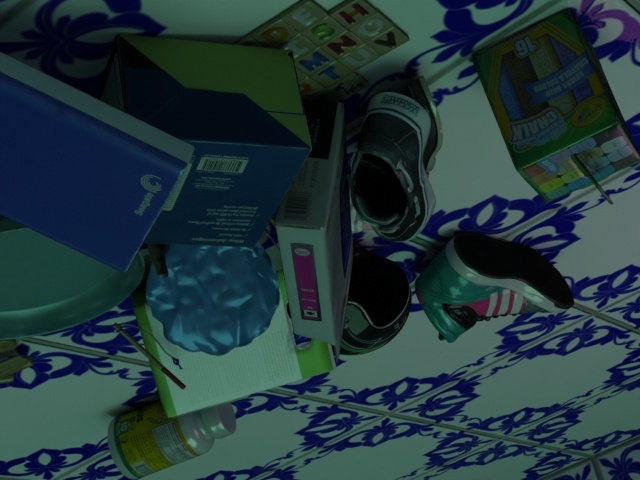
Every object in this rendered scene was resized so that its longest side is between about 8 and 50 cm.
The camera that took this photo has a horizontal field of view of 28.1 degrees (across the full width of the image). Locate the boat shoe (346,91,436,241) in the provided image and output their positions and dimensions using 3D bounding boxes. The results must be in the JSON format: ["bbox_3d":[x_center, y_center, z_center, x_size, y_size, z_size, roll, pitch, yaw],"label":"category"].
[{"bbox_3d":[0.082,-0.059,1.583,0.108,0.102,0.301,20,155,10],"label":"boat shoe"}]

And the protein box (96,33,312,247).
[{"bbox_3d":[-0.143,-0.103,1.405,0.199,0.136,0.201,2,148,-22],"label":"protein box"}]

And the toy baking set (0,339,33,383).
[{"bbox_3d":[-0.557,0.182,1.892,0.256,0.030,0.197,-10,151,-13],"label":"toy baking set"}]

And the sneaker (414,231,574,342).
[{"bbox_3d":[0.261,0.095,2.064,0.295,0.124,0.178,19,133,-38],"label":"sneaker"}]

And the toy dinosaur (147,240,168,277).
[{"bbox_3d":[-0.187,-0.030,1.544,0.118,0.268,0.064,-4,117,21],"label":"toy dinosaur"}]

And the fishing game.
[{"bbox_3d":[-0.148,0.065,1.737,0.264,0.041,0.189,-45,109,2],"label":"fishing game"}]

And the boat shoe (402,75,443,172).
[{"bbox_3d":[0.108,-0.133,1.586,0.064,0.075,0.206,-17,159,-5],"label":"boat shoe"}]

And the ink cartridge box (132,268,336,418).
[{"bbox_3d":[-0.124,0.125,1.837,0.255,0.097,0.189,-15,114,-5],"label":"ink cartridge box"}]

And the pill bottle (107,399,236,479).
[{"bbox_3d":[-0.260,0.335,2.259,0.208,0.118,0.117,-22,154,14],"label":"pill bottle"}]

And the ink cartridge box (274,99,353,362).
[{"bbox_3d":[0.000,0.000,1.619,0.069,0.176,0.371,4,151,8],"label":"ink cartridge box"}]

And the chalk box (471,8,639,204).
[{"bbox_3d":[0.289,-0.136,1.519,0.132,0.213,0.132,-24,153,17],"label":"chalk box"}]

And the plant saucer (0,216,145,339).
[{"bbox_3d":[-0.393,0.045,1.692,0.317,0.044,0.318,-13,154,-7],"label":"plant saucer"}]

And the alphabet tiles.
[{"bbox_3d":[-0.025,-0.196,1.459,0.237,0.009,0.198,-27,152,23],"label":"alphabet tiles"}]

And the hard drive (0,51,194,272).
[{"bbox_3d":[-0.306,-0.096,1.279,0.318,0.040,0.210,26,142,-10],"label":"hard drive"}]

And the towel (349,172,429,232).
[{"bbox_3d":[0.045,-0.047,1.772,0.197,0.029,0.144,-9,153,-14],"label":"towel"}]

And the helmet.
[{"bbox_3d":[0.047,0.092,1.901,0.161,0.169,0.169,28,133,-34],"label":"helmet"}]
